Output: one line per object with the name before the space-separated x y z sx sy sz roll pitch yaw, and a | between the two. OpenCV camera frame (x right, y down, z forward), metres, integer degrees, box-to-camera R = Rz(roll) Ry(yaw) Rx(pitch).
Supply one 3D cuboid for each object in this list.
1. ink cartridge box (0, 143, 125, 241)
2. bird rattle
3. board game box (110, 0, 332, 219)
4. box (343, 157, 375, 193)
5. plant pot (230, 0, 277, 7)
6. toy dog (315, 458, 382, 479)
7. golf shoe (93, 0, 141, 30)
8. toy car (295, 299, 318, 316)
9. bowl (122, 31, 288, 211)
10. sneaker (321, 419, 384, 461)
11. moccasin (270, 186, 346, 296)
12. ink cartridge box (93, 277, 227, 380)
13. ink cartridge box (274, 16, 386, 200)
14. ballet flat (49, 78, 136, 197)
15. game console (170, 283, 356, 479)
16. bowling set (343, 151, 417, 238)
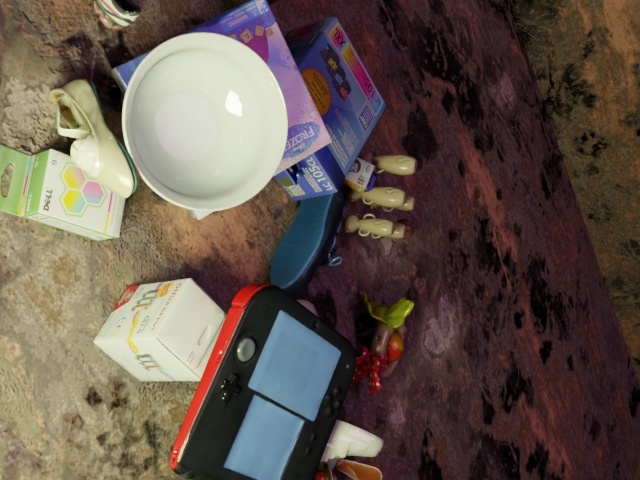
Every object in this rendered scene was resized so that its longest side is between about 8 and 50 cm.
ink cartridge box | -0.423 -0.079 1.199 0.209 0.062 0.109 23 66 -46
bird rattle | 0.165 0.264 1.815 0.207 0.143 0.254 43 53 -58
board game box | -0.180 -0.255 1.407 0.318 0.066 0.318 -33 110 -15
box | 0.072 -0.172 1.798 0.136 0.028 0.081 25 56 -3
plant pot | -0.147 -0.590 1.574 0.167 0.167 0.165 -40 107 -47
toy dog | 0.055 0.577 1.581 0.220 0.160 0.334 -31 107 -49
golf shoe | -0.391 -0.465 1.298 0.186 0.085 0.068 50 49 -31
toy car | -0.069 0.198 1.538 0.136 0.159 0.182 -97 164 -70
bowl | -0.215 -0.203 1.283 0.297 0.134 0.298 -3 97 -28
sneaker | -0.020 0.444 1.507 0.292 0.108 0.169 19 68 -11
moccasin | 0.000 0.000 1.650 0.117 0.137 0.342 55 46 -35
ink cartridge box | -0.266 0.156 1.256 0.127 0.176 0.128 51 47 -32
ink cartridge box | -0.029 -0.280 1.661 0.270 0.151 0.396 54 47 -29
ballet flat | -0.379 -0.164 1.193 0.086 0.086 0.248 5 46 -50
game console | -0.079 0.289 1.317 0.386 0.060 0.342 43 60 -48
bowling set | 0.151 -0.069 1.871 0.200 0.154 0.287 75 31 -45
